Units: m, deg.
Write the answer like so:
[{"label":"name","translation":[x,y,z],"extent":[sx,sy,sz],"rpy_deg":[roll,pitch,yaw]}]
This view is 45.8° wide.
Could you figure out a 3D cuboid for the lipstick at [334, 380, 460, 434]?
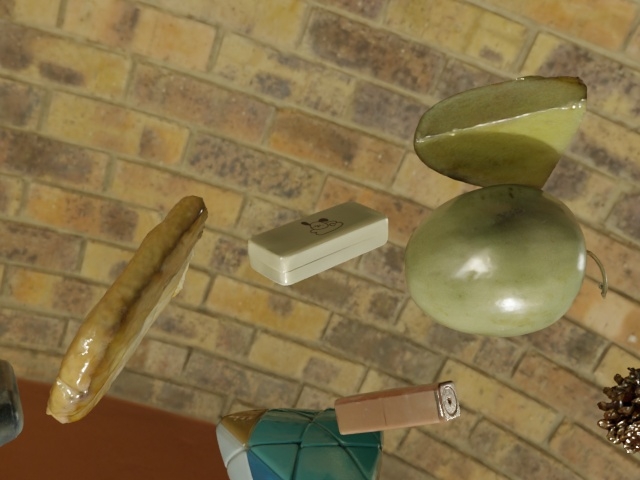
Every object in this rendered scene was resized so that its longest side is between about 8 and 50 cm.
[{"label":"lipstick","translation":[0.088,0.196,0.887],"extent":[0.045,0.145,0.045],"rpy_deg":[-1,-103,-54]}]

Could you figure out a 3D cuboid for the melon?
[{"label":"melon","translation":[0.295,0.035,1.259],"extent":[0.307,0.272,0.272],"rpy_deg":[-28,-139,-6]}]

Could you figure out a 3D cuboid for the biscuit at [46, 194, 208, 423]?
[{"label":"biscuit","translation":[-0.391,0.157,1.498],"extent":[0.104,0.429,0.446],"rpy_deg":[34,-117,-3]}]

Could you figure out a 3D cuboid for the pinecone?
[{"label":"pinecone","translation":[0.493,0.258,1.158],"extent":[0.140,0.140,0.121],"rpy_deg":[17,-131,-9]}]

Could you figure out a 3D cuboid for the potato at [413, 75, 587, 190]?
[{"label":"potato","translation":[0.283,-0.197,1.280],"extent":[0.255,0.269,0.112],"rpy_deg":[3,-120,-1]}]

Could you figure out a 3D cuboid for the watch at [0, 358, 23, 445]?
[{"label":"watch","translation":[-0.443,0.198,0.857],"extent":[0.192,0.068,0.206],"rpy_deg":[-10,-159,-24]}]

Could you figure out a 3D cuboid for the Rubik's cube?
[{"label":"Rubik's cube","translation":[-0.021,0.290,1.037],"extent":[0.254,0.255,0.254],"rpy_deg":[17,-154,-9]}]

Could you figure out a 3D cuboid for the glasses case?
[{"label":"glasses case","translation":[0.000,0.000,1.640],"extent":[0.312,0.070,0.131],"rpy_deg":[-21,-147,-36]}]
